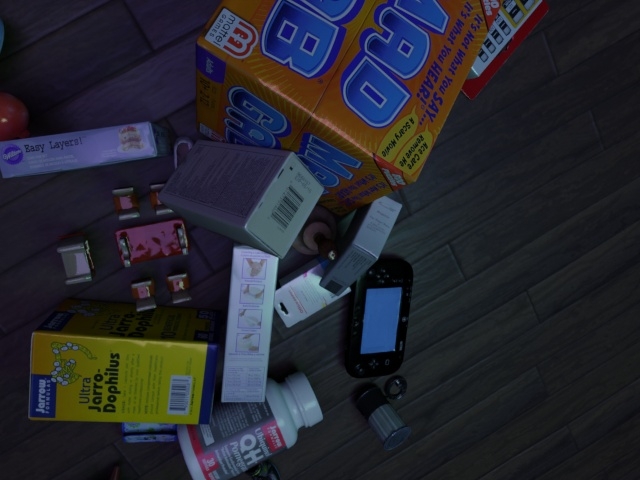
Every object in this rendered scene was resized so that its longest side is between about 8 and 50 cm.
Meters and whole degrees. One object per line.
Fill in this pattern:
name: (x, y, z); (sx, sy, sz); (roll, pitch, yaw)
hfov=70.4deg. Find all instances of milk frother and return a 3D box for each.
milk frother: (0.193, 0.449, 1.194); (0.143, 0.135, 0.129); (-46, 138, 4)

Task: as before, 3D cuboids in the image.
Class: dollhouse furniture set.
dollhouse furniture set: (-0.424, 0.013, 0.999); (0.258, 0.135, 0.262); (-11, 105, -20)

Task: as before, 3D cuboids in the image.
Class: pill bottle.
pill bottle: (-0.163, 0.442, 1.093); (0.318, 0.176, 0.177); (-23, 106, -13)

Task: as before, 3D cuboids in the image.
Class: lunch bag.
lunch bag: (-0.409, 0.430, 1.098); (0.128, 0.096, 0.152); (5, 116, -15)

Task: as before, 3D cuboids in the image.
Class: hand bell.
hand bell: (0.000, 0.000, 0.999); (0.126, 0.242, 0.126); (-2, 103, -10)

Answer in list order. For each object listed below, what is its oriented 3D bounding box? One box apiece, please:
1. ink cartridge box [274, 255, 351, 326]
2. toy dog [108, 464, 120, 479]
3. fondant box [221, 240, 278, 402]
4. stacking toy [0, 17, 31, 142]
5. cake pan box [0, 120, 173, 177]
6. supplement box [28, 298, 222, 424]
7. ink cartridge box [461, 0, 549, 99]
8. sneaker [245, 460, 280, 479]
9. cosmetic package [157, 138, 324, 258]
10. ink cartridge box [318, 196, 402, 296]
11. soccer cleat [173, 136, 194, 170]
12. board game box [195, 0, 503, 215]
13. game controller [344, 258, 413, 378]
ink cartridge box: (-0.030, 0.120, 1.114); (0.181, 0.061, 0.104); (-30, 106, -4)
toy dog: (-0.438, 0.674, 1.112); (0.333, 0.220, 0.161); (34, 63, -23)
fondant box: (-0.160, 0.148, 1.002); (0.096, 0.238, 0.331); (3, 102, -11)
stacking toy: (-0.677, -0.274, 0.844); (0.279, 0.130, 0.309); (-28, 71, 20)
cake pan box: (-0.434, -0.172, 0.874); (0.266, 0.246, 0.070); (-11, 101, -7)
supplement box: (-0.408, 0.263, 1.002); (0.355, 0.194, 0.196); (7, 102, -13)
ink cartridge box: (0.381, -0.524, 1.015); (0.271, 0.130, 0.310); (39, 93, -18)
sneaker: (-0.171, 0.596, 1.185); (0.067, 0.078, 0.188); (-34, 107, -2)
cosmetic package: (-0.162, -0.090, 0.867); (0.113, 0.309, 0.160); (44, 72, -43)
ink cartridge box: (0.097, -0.027, 0.956); (0.060, 0.275, 0.239); (30, 65, -1)
soccer cleat: (-0.288, -0.129, 0.999); (0.068, 0.076, 0.197); (-12, 105, -8)
board game box: (0.021, -0.305, 0.816); (0.356, 0.356, 0.357); (30, 78, -11)
game controller: (0.150, 0.201, 1.166); (0.166, 0.067, 0.320); (2, 103, -11)
